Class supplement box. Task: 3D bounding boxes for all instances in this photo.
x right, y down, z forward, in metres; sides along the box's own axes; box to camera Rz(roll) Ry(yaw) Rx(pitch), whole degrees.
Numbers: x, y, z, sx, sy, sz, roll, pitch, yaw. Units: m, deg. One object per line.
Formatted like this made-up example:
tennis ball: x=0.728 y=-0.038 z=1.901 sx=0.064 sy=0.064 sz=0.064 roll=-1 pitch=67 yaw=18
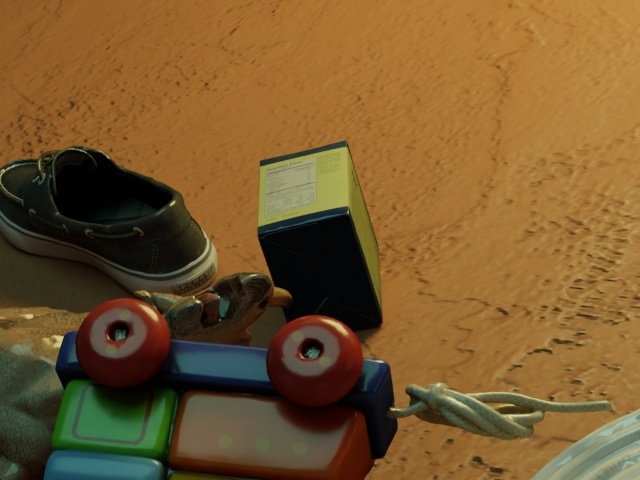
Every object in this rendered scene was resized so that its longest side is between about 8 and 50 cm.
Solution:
supplement box: x=0.000 y=0.000 z=1.094 sx=0.056 sy=0.083 sz=0.083 roll=-12 pitch=33 yaw=8

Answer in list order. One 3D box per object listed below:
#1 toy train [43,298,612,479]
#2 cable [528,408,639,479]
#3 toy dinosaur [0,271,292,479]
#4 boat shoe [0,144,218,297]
toy train: x=-0.003 y=0.117 z=0.800 sx=0.248 sy=0.105 sz=0.143 roll=5 pitch=58 yaw=10
cable: x=0.181 y=0.166 z=0.751 sx=0.257 sy=0.089 sz=0.257 roll=-17 pitch=32 yaw=1
toy dinosaur: x=-0.142 y=0.077 z=1.025 sx=0.200 sy=0.127 sz=0.295 roll=-25 pitch=20 yaw=-24
boat shoe: x=-0.156 y=-0.027 z=1.217 sx=0.080 sy=0.076 sz=0.228 roll=-34 pitch=36 yaw=-24
